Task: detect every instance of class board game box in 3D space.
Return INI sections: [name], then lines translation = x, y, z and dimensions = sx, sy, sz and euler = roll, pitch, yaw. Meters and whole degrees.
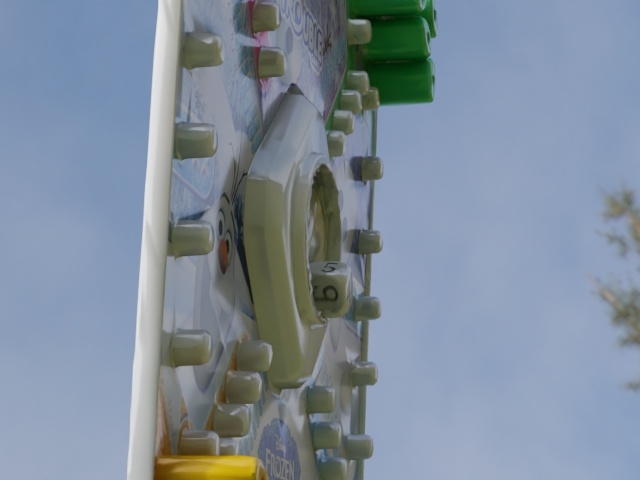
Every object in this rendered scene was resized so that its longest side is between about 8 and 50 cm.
[board game box]
translation = 0.000, 0.000, 0.868
dimensions = 0.050, 0.390, 0.390
euler = 0, -13, 13
